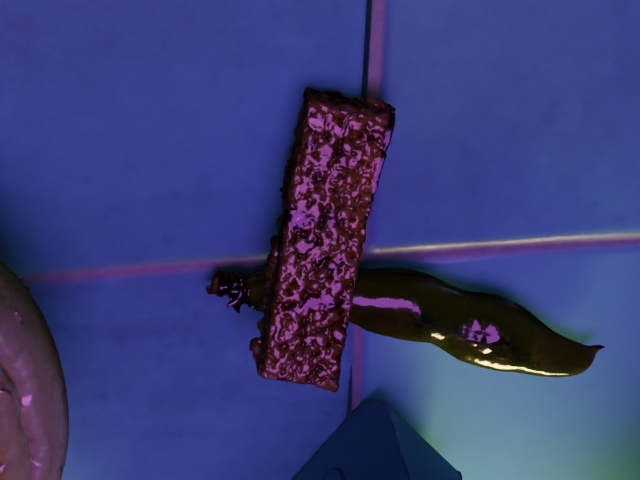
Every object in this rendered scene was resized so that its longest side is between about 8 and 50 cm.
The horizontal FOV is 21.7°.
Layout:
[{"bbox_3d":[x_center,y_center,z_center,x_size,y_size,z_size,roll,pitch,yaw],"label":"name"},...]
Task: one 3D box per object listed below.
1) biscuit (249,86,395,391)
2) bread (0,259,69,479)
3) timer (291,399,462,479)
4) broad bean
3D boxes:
[{"bbox_3d":[0.000,0.000,1.093,0.064,0.034,0.199,9,105,-10],"label":"biscuit"},{"bbox_3d":[-0.305,0.105,1.054,0.305,0.159,0.306,-7,122,-11],"label":"bread"},{"bbox_3d":[-0.004,0.262,1.170,0.250,0.232,0.091,-40,119,13],"label":"timer"},{"bbox_3d":[0.069,0.050,1.162,0.297,0.043,0.060,15,125,-18],"label":"broad bean"}]
